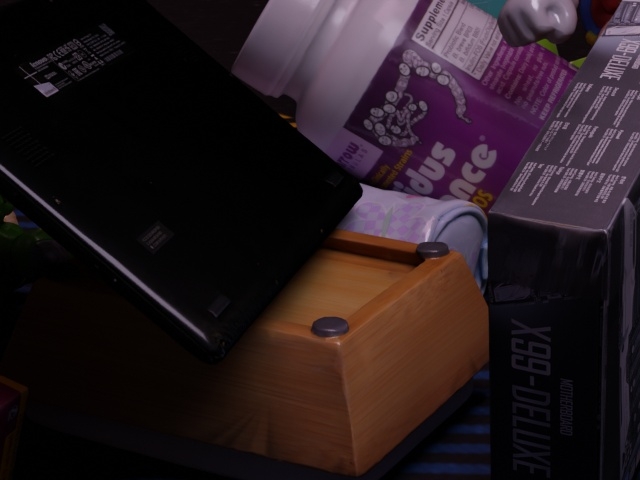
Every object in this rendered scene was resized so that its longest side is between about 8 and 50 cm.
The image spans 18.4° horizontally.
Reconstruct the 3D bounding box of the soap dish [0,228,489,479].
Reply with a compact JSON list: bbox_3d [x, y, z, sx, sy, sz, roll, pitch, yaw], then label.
[{"bbox_3d":[-0.048,0.065,1.385,0.291,0.118,0.229,10,24,28],"label":"soap dish"}]

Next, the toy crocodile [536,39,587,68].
[{"bbox_3d":[0.251,-0.141,1.927,0.340,0.115,0.105,-11,-11,-25],"label":"toy crocodile"}]

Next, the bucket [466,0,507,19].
[{"bbox_3d":[0.086,-0.251,2.000,0.183,0.281,0.281,-4,22,-12],"label":"bucket"}]

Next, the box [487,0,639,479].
[{"bbox_3d":[0.188,0.014,1.273,0.076,0.242,0.307,10,34,20],"label":"box"}]

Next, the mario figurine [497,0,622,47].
[{"bbox_3d":[0.229,-0.152,1.525,0.198,0.170,0.320,-7,28,-1],"label":"mario figurine"}]

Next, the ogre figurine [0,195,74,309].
[{"bbox_3d":[-0.246,0.008,1.579,0.197,0.097,0.118,24,10,17],"label":"ogre figurine"}]

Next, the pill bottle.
[{"bbox_3d":[0.087,-0.111,1.584,0.301,0.169,0.169,30,23,-3],"label":"pill bottle"}]

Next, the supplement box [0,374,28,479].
[{"bbox_3d":[-0.260,0.150,1.169,0.081,0.104,0.188,22,28,17],"label":"supplement box"}]

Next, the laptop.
[{"bbox_3d":[-0.232,-0.037,1.345,0.408,0.236,0.382,40,22,0],"label":"laptop"}]

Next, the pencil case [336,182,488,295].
[{"bbox_3d":[0.000,0.000,1.554,0.273,0.113,0.124,12,39,31],"label":"pencil case"}]

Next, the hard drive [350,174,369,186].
[{"bbox_3d":[0.009,-0.047,1.703,0.135,0.094,0.022,-11,25,-26],"label":"hard drive"}]
